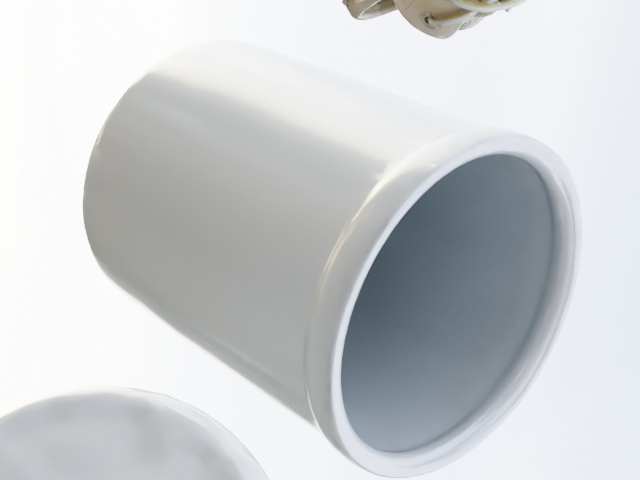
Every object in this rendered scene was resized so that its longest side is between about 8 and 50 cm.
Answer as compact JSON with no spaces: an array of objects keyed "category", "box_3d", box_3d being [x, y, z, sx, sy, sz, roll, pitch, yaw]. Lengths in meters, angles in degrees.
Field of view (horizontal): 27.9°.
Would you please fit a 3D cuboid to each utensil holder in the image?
[{"category":"utensil holder","box_3d":[0.000,0.000,1.248,0.385,0.327,0.328,26,-55,41]}]

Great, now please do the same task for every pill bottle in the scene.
[{"category":"pill bottle","box_3d":[-0.081,0.204,0.614,0.169,0.169,0.301,47,-18,28]}]

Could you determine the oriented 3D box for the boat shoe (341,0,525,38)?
[{"category":"boat shoe","box_3d":[0.079,-0.162,0.687,0.302,0.109,0.098,-160,-124,-66]}]
